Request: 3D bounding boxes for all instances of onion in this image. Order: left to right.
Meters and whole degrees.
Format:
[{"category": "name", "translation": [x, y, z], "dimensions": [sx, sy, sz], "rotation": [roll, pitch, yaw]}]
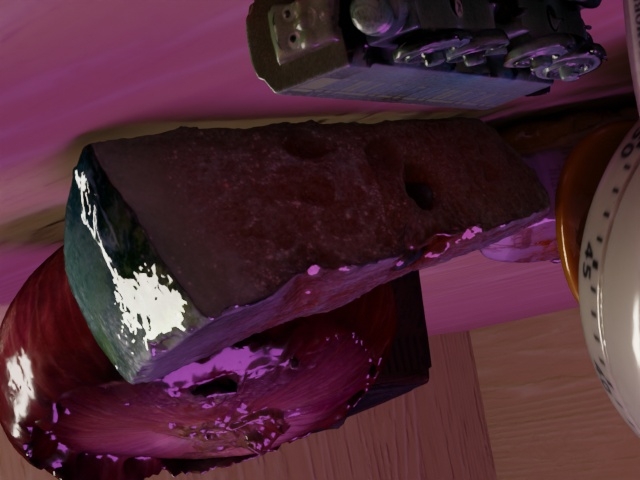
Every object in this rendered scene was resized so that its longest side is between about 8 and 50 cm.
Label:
[{"category": "onion", "translation": [-0.077, 0.058, 0.903], "dimensions": [0.248, 0.161, 0.248], "rotation": [-20, 173, -3]}]

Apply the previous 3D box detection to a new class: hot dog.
[{"category": "hot dog", "translation": [0.196, -0.046, 0.842], "dimensions": [0.252, 0.069, 0.131], "rotation": [-13, 164, 3]}]

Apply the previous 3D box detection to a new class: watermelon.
[{"category": "watermelon", "translation": [0.000, 0.000, 0.738], "dimensions": [0.241, 0.094, 0.154], "rotation": [-18, 159, -24]}]

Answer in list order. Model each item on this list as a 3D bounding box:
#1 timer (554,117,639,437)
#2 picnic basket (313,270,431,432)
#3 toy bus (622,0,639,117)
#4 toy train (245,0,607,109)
[{"category": "timer", "translation": [0.242, 0.019, 0.678], "dimensions": [0.233, 0.234, 0.240], "rotation": [-9, -167, -13]}, {"category": "picnic basket", "translation": [-0.034, 0.085, 1.205], "dimensions": [0.222, 0.129, 0.297], "rotation": [-31, 163, 38]}, {"category": "toy bus", "translation": [0.191, -0.068, 0.488], "dimensions": [0.199, 0.096, 0.108], "rotation": [-1, 173, -44]}, {"category": "toy train", "translation": [0.044, -0.069, 0.508], "dimensions": [0.071, 0.038, 0.148], "rotation": [-12, 175, 37]}]
